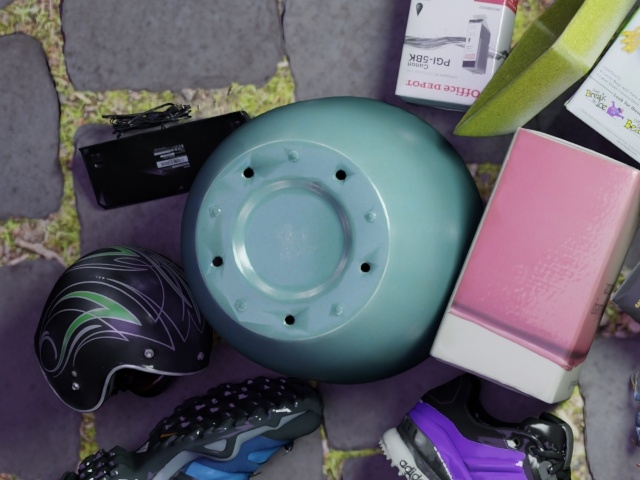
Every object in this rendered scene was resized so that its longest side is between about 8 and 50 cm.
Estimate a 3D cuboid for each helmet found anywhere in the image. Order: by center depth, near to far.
[{"bbox_3d":[-0.192,0.086,1.860,0.161,0.169,0.169,-43,76,27],"label":"helmet"}]

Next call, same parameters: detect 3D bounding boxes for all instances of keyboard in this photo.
[{"bbox_3d":[-0.154,-0.099,1.935,0.192,0.038,0.100,-11,107,13],"label":"keyboard"}]

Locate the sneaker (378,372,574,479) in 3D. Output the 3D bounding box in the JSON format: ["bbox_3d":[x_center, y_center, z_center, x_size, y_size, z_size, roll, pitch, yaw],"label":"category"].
[{"bbox_3d":[0.202,0.243,1.768,0.293,0.102,0.146,44,98,14],"label":"sneaker"}]

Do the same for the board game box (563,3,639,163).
[{"bbox_3d":[0.367,-0.198,1.697,0.144,0.142,0.275,38,106,3],"label":"board game box"}]

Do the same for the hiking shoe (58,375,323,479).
[{"bbox_3d":[-0.124,0.242,1.877,0.304,0.113,0.132,-26,110,7],"label":"hiking shoe"}]

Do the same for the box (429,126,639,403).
[{"bbox_3d":[0.213,0.025,1.754,0.127,0.148,0.232,21,93,15],"label":"box"}]

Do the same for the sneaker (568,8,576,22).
[{"bbox_3d":[0.255,-0.251,1.824,0.037,0.032,0.083,15,86,30],"label":"sneaker"}]

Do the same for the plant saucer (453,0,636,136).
[{"bbox_3d":[0.224,-0.180,1.721,0.045,0.188,0.188,41,55,-5],"label":"plant saucer"}]

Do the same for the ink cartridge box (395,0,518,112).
[{"bbox_3d":[0.136,-0.198,1.838,0.099,0.056,0.135,9,89,16],"label":"ink cartridge box"}]

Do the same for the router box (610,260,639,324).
[{"bbox_3d":[0.459,0.011,1.708,0.243,0.081,0.309,40,103,15],"label":"router box"}]

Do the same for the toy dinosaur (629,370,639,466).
[{"bbox_3d":[0.322,0.158,1.760,0.047,0.090,0.082,2,119,1],"label":"toy dinosaur"}]

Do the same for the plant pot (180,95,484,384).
[{"bbox_3d":[0.000,0.000,1.760,0.293,0.235,0.293,0,90,12],"label":"plant pot"}]
